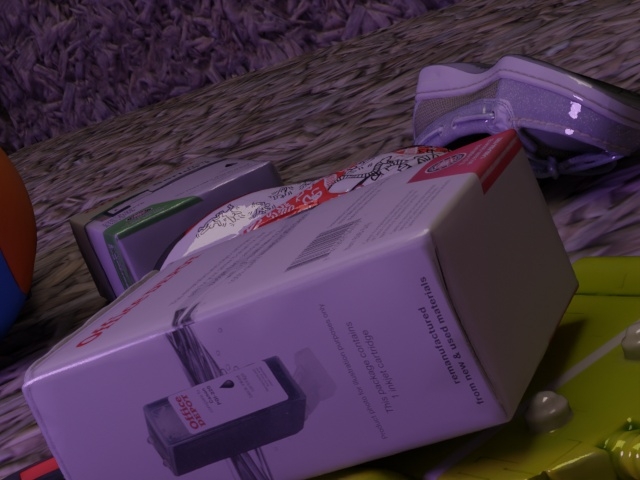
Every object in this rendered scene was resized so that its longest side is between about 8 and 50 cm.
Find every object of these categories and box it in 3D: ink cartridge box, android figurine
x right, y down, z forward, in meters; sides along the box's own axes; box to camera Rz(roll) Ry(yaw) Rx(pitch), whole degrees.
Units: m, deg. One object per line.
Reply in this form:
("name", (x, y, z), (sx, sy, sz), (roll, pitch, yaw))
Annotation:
("ink cartridge box", (-0.130, -0.006, 1.282), (0.160, 0.093, 0.219), (-27, 14, -17))
("android figurine", (0.094, 0.078, 0.648), (0.248, 0.056, 0.273), (-29, 13, -27))
("ink cartridge box", (-0.006, 0.042, 0.646), (0.217, 0.092, 0.158), (-19, 11, 27))

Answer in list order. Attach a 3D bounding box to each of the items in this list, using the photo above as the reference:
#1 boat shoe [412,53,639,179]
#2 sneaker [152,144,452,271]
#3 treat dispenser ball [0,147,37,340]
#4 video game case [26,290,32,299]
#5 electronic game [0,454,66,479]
("boat shoe", (0.163, -0.088, 1.123), (0.118, 0.103, 0.320), (14, 1, -25))
("sneaker", (0.000, -0.001, 1.045), (0.270, 0.090, 0.145), (-22, 10, -8))
("treat dispenser ball", (-0.412, 0.003, 1.294), (0.288, 0.288, 0.288), (-22, 13, 5))
("video game case", (-0.466, 0.046, 1.534), (0.274, 0.035, 0.248), (-26, 38, -3))
("electronic game", (-0.149, 0.161, 0.741), (0.229, 0.048, 0.229), (-22, 13, 5))
